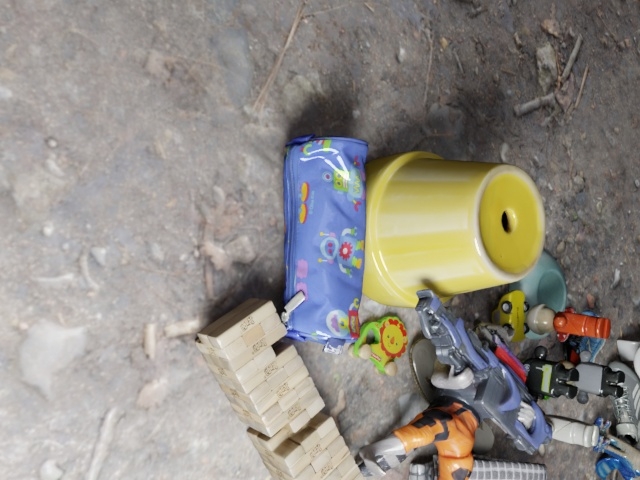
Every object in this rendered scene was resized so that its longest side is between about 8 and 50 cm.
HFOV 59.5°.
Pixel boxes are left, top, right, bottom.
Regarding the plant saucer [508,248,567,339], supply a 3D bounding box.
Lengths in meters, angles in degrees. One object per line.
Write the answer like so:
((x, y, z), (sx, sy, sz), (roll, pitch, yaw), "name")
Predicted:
((0.467, 0.111, 1.167), (0.195, 0.037, 0.194), (1, 87, -36), "plant saucer")

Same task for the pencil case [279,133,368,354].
((0.000, 0.000, 0.788), (0.133, 0.119, 0.306), (9, 81, -49), "pencil case")

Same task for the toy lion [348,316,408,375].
((0.101, 0.164, 0.911), (0.100, 0.034, 0.096), (37, 61, -28), "toy lion")

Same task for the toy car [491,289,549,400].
((0.376, 0.241, 1.087), (0.225, 0.053, 0.239), (40, 67, -28), "toy car")

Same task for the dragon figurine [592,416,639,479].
((0.684, 0.506, 1.273), (0.085, 0.144, 0.289), (-52, 135, -27), "dragon figurine")

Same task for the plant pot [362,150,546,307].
((0.193, -0.020, 0.856), (0.254, 0.239, 0.254), (2, 86, -36), "plant pot")

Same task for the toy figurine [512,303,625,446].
((0.427, 0.241, 1.009), (0.213, 0.148, 0.209), (-44, 118, -30), "toy figurine")

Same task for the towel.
((0.281, 0.489, 0.949), (0.284, 0.121, 0.235), (17, 68, -33), "towel")

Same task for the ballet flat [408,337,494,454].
((0.221, 0.273, 0.980), (0.084, 0.058, 0.250), (-40, 105, -19), "ballet flat")

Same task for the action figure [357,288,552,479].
((0.178, 0.231, 0.850), (0.330, 0.178, 0.341), (-44, 107, -26), "action figure")

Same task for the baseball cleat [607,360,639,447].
((0.708, 0.385, 1.293), (0.109, 0.072, 0.205), (-43, 113, -51), "baseball cleat")

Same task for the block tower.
((-0.048, 0.242, 0.762), (0.097, 0.091, 0.335), (-33, 107, -31), "block tower")

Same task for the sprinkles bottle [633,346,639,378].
((0.849, 0.358, 1.335), (0.355, 0.121, 0.121), (43, 64, -39), "sprinkles bottle")

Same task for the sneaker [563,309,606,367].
((0.570, 0.227, 1.220), (0.073, 0.063, 0.162), (29, 72, -28), "sneaker")

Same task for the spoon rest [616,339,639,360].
((0.852, 0.226, 1.408), (0.276, 0.084, 0.137), (-23, 101, -33), "spoon rest")

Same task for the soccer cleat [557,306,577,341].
((0.540, 0.185, 1.221), (0.036, 0.029, 0.083), (35, 64, -25), "soccer cleat")
